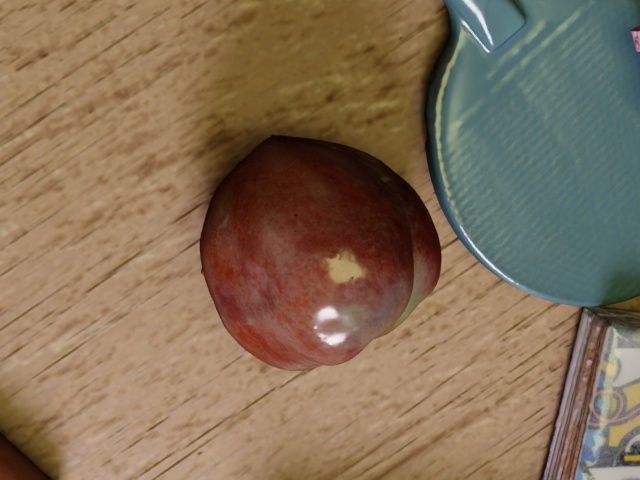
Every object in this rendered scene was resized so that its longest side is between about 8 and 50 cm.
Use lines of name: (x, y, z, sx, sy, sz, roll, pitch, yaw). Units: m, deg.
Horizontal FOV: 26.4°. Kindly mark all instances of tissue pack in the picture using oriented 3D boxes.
tissue pack: (0.231, 0.130, 0.976, 0.115, 0.065, 0.155, 8, 100, -15)

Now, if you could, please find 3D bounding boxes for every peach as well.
peach: (0.000, 0.000, 0.852, 0.152, 0.152, 0.152, -3, 103, -14)

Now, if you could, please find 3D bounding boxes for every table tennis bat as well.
table tennis bat: (0.154, -0.097, 0.918, 0.215, 0.044, 0.329, -42, 111, -3)

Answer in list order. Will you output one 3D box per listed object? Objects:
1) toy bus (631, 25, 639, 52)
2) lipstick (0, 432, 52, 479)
toy bus: (0.307, -0.143, 0.919, 0.203, 0.063, 0.090, -23, 105, -21)
lipstick: (-0.289, 0.068, 0.831, 0.057, 0.057, 0.356, -43, 109, -2)
